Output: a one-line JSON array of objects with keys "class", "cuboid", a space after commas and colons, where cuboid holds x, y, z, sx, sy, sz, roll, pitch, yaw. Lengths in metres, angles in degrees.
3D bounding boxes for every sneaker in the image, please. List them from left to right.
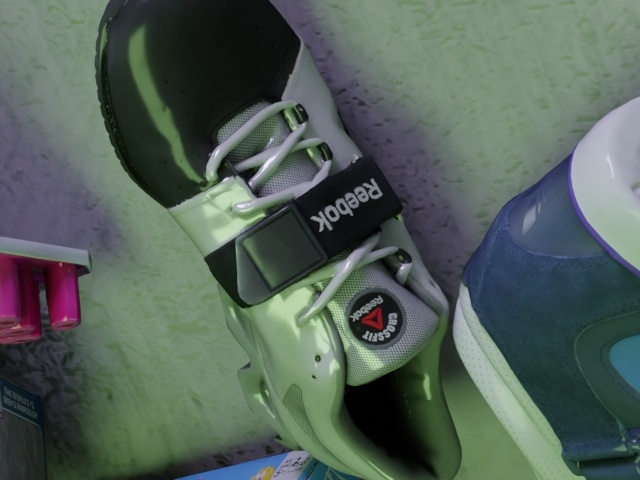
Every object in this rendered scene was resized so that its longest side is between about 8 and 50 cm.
[{"class": "sneaker", "cuboid": [0.000, 0.000, 0.815, 0.146, 0.122, 0.330, 27, 149, 52]}, {"class": "sneaker", "cuboid": [0.218, 0.082, 0.774, 0.323, 0.130, 0.236, 33, 144, 1]}]

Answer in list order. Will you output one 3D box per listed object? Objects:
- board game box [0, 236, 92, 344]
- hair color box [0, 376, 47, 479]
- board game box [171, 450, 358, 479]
[{"class": "board game box", "cuboid": [-0.406, 0.057, 0.956, 0.390, 0.390, 0.050, -20, 69, 39]}, {"class": "hair color box", "cuboid": [-0.379, 0.165, 1.065, 0.347, 0.105, 0.174, -9, 164, 5]}, {"class": "board game box", "cuboid": [-0.030, 0.300, 1.060, 0.308, 0.086, 0.302, -20, 111, 44]}]
